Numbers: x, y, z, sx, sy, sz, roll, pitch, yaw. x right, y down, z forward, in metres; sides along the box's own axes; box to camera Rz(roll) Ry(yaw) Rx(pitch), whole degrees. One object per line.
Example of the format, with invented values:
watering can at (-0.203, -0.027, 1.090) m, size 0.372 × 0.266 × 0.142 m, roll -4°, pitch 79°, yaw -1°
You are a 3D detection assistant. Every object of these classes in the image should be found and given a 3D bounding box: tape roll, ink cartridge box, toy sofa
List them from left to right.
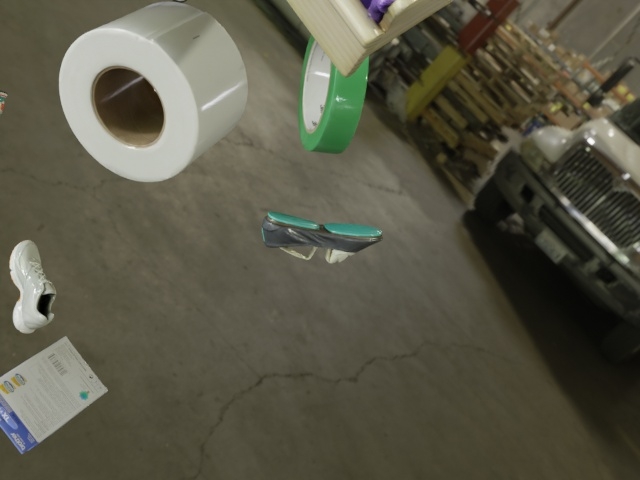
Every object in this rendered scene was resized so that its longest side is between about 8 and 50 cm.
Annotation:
ink cartridge box at (-0.697, 0.387, 1.922) m, size 0.185 × 0.065 × 0.311 m, roll 53°, pitch 29°, yaw -1°
tape roll at (-0.258, -0.235, 1.213) m, size 0.246 × 0.246 × 0.169 m, roll 42°, pitch 36°, yaw -3°
tape roll at (0.024, -0.363, 1.794) m, size 0.077 × 0.321 × 0.321 m, roll 4°, pitch 35°, yaw -16°
toy sofa at (0.139, -0.361, 0.896) m, size 0.150 × 0.363 × 0.177 m, roll 54°, pitch -19°, yaw 0°

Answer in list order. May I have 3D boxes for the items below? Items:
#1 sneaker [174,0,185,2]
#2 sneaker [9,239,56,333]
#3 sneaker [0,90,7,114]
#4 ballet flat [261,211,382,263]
sneaker at (-0.372, -0.670, 1.743) m, size 0.127 × 0.182 × 0.315 m, roll -26°, pitch 90°, yaw -26°
sneaker at (-0.786, 0.121, 2.145) m, size 0.099 × 0.121 × 0.262 m, roll 13°, pitch 65°, yaw -61°
sneaker at (-0.702, -0.276, 1.546) m, size 0.057 × 0.075 × 0.161 m, roll 17°, pitch 9°, yaw 22°
ballet flat at (0.000, 0.000, 1.268) m, size 0.203 × 0.074 × 0.074 m, roll 8°, pitch 32°, yaw -15°
